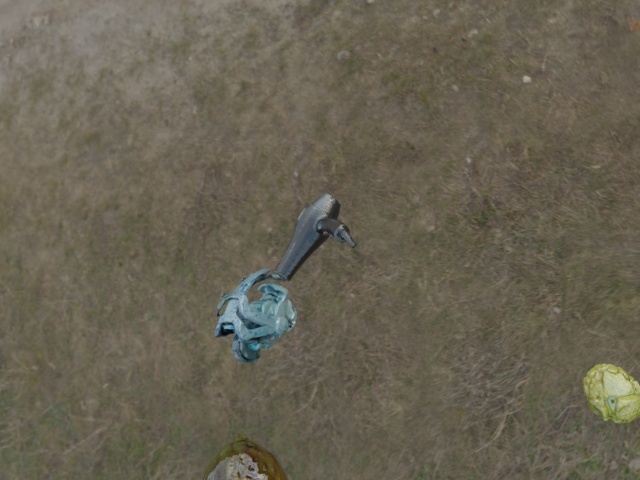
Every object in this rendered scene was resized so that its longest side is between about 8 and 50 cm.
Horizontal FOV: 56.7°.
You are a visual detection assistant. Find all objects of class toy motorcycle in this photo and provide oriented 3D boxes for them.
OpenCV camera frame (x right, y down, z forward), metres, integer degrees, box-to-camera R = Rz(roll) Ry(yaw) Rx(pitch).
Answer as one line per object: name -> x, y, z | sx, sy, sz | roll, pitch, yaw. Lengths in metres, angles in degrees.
toy motorcycle -> -0.160, 0.193, 1.571 | 0.154, 0.260, 0.206 | -4, 110, 37

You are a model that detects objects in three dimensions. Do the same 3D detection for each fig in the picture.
fig -> -0.093, 0.300, 0.748 | 0.154, 0.109, 0.103 | -97, 23, -63

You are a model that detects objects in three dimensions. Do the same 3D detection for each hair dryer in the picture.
hair dryer -> 0.000, 0.000, 1.340 | 0.235, 0.091, 0.272 | -57, 20, -9

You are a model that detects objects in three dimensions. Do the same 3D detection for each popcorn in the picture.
popcorn -> 0.582, 0.312, 1.188 | 0.116, 0.106, 0.120 | 6, 130, 61
